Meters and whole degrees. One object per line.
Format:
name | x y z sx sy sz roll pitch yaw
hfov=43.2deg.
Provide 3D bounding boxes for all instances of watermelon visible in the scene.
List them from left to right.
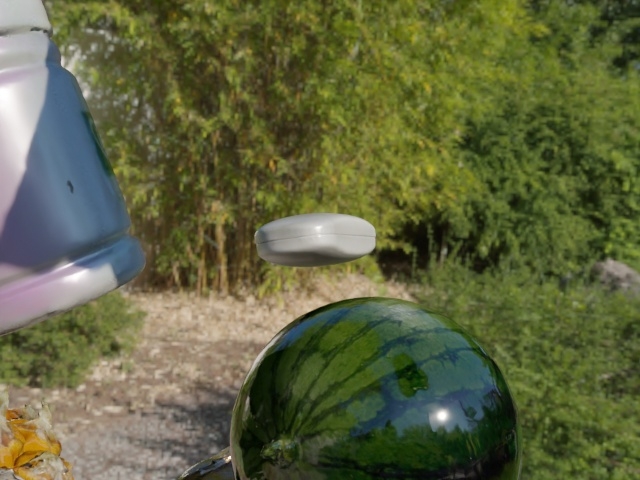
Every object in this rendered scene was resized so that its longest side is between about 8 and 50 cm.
watermelon | 0.046 0.164 0.674 0.242 0.242 0.242 4 5 0

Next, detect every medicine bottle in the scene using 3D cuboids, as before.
medicine bottle | -0.319 -0.084 0.765 0.212 0.325 0.212 -20 10 4

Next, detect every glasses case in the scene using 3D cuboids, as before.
glasses case | 0.000 0.000 0.921 0.092 0.059 0.233 -9 -4 19

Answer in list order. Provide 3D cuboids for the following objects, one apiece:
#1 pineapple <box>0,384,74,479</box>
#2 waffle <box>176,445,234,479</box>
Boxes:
pineapple | -0.406 0.212 0.712 0.209 0.344 0.286 50 -3 -26
waffle | -0.008 0.320 1.003 0.328 0.224 0.098 -22 14 -35
